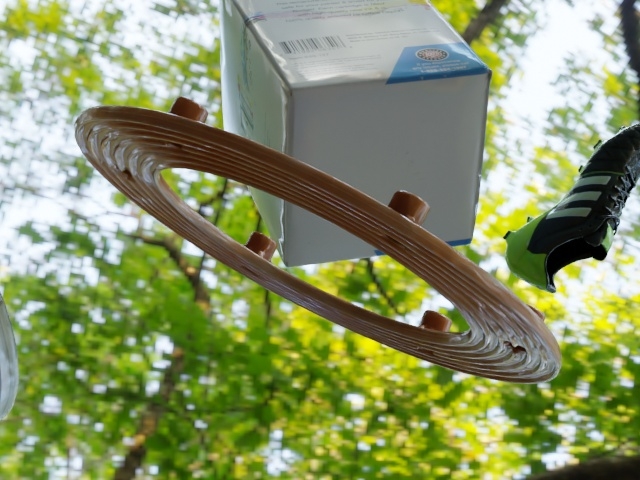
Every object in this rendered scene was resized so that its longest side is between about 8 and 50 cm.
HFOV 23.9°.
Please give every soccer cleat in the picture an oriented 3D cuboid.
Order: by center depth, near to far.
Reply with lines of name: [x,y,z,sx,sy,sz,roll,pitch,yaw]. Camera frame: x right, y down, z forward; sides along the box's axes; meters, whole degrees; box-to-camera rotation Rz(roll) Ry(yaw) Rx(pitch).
soccer cleat: [0.236,-0.026,1.293,0.179,0.060,0.072,-44,-131,-4]

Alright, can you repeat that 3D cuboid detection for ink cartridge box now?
ink cartridge box: [0.021,-0.114,1.302,0.233,0.171,0.168,-118,-155,-54]

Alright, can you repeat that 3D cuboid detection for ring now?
ring: [0.000,0.000,0.949,0.336,0.336,0.032,18,-105,35]

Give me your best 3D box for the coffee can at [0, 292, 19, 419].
coffee can: [-0.344,0.083,0.869,0.201,0.275,0.201,28,-46,34]
